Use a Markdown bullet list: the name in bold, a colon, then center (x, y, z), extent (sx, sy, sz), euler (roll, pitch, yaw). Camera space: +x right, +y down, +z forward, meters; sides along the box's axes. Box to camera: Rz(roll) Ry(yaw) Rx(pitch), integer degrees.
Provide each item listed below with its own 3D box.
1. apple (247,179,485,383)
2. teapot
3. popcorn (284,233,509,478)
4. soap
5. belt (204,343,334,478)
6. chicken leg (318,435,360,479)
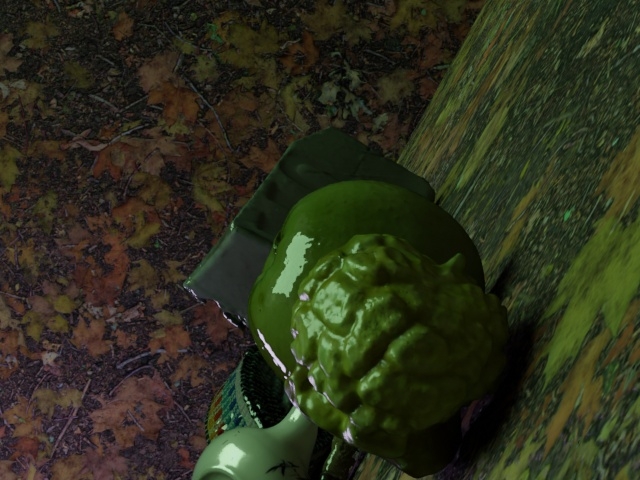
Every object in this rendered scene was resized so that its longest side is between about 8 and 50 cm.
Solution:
- **apple**: center (0.051, 0.070, 1.366), extent (0.292, 0.254, 0.292), euler (-155, 90, -87)
- **teapot**: center (-0.091, 0.380, 1.598), extent (0.166, 0.208, 0.300), euler (-32, -41, -50)
- **popcorn**: center (0.061, 0.114, 1.114), extent (0.251, 0.205, 0.237), euler (-59, 36, 39)
- **soap**: center (0.000, 0.000, 2.149), extent (0.213, 0.350, 0.435), euler (-59, 0, 39)
- **belt**: center (-0.082, 0.314, 1.890), extent (0.160, 0.206, 0.295), euler (-55, 19, 22)
- **chicken leg**: center (0.044, 0.246, 1.560), extent (0.196, 0.080, 0.125), euler (-61, 14, 12)
